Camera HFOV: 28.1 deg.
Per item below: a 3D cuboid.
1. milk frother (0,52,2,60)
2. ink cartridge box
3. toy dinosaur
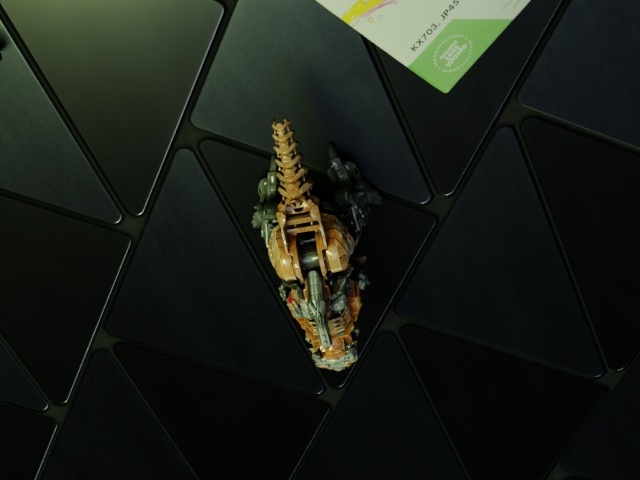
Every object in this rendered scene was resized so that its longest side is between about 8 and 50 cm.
[{"bbox_3d":[-0.438,-0.249,1.422,0.143,0.129,0.135,-25,138,-38],"label":"milk frother"},{"bbox_3d":[0.061,-0.321,1.267,0.353,0.119,0.207,28,110,-41],"label":"ink cartridge box"},{"bbox_3d":[0.000,0.000,1.521,0.164,0.218,0.322,7,126,-5],"label":"toy dinosaur"}]
